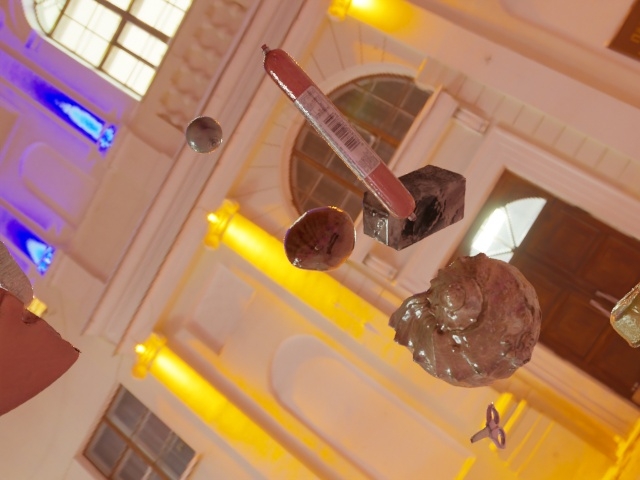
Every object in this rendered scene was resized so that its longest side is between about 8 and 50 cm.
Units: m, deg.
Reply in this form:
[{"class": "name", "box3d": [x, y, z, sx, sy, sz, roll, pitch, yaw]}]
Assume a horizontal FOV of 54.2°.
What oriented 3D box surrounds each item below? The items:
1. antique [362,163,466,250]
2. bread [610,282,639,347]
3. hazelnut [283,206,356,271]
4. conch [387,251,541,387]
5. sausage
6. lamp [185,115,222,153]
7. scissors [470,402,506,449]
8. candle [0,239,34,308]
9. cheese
[{"class": "antique", "box3d": [0.158, -0.057, 1.079, 0.182, 0.088, 0.086, -24, -55, -31]}, {"class": "bread", "box3d": [0.567, 0.124, 1.081, 0.125, 0.086, 0.156, -35, -20, -31]}, {"class": "hazelnut", "box3d": [0.005, 0.009, 1.722, 0.210, 0.210, 0.186, -52, -37, -11]}, {"class": "conch", "box3d": [0.291, 0.193, 1.213, 0.352, 0.296, 0.210, 52, -147, -34]}, {"class": "sausage", "box3d": [0.019, -0.102, 0.604, 0.029, 0.223, 0.029, -41, 8, 7]}, {"class": "lamp", "box3d": [-0.325, -0.295, 1.750, 0.105, 0.105, 0.105, -45, -24, -27]}, {"class": "scissors", "box3d": [0.390, 0.452, 1.473, 0.021, 0.111, 0.212, -23, -16, 33]}, {"class": "candle", "box3d": [-0.569, 0.053, 1.016, 0.068, 0.192, 0.169, -68, -7, -64]}, {"class": "cheese", "box3d": [-0.481, 0.173, 0.898, 0.177, 0.128, 0.203, -56, -29, -24]}]
